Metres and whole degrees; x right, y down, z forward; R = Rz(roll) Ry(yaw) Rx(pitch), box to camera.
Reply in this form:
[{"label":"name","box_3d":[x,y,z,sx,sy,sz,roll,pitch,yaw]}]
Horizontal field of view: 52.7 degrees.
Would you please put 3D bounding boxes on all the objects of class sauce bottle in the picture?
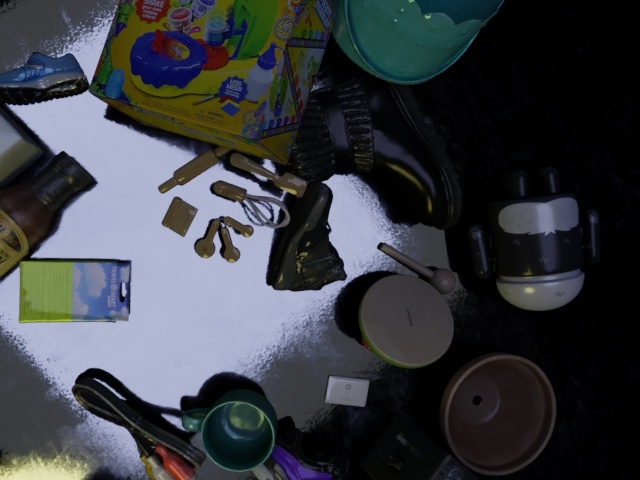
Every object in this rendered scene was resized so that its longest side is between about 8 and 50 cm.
[{"label":"sauce bottle","box_3d":[-0.528,-0.011,1.056,0.344,0.111,0.111,-45,102,-8]}]

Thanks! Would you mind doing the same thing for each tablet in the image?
[{"label":"tablet","box_3d":[0.053,0.296,1.268,0.083,0.006,0.054,10,90,-15]}]

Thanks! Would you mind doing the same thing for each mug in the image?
[{"label":"mug","box_3d":[-0.152,0.326,1.165,0.158,0.097,0.129,44,95,-2]}]

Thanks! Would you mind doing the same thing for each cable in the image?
[{"label":"cable","box_3d":[-0.312,0.345,1.120,0.287,0.139,0.072,45,45,-15]}]

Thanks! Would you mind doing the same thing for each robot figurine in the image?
[{"label":"robot figurine","box_3d":[0.419,-0.002,1.265,0.174,0.209,0.277,-12,96,-50]}]

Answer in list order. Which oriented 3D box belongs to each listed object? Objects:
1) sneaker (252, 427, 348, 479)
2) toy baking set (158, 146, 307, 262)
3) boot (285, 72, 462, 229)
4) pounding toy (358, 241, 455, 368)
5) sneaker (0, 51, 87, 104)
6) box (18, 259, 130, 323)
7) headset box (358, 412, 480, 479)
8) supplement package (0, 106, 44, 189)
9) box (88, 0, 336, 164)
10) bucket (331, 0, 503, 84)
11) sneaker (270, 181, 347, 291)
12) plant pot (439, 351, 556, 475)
[{"label":"sneaker","box_3d":[0.012,0.472,1.208,0.146,0.102,0.293,-43,95,-14]},{"label":"toy baking set","box_3d":[-0.161,-0.075,1.155,0.256,0.030,0.196,-36,96,9]},{"label":"boot","box_3d":[0.080,-0.136,1.188,0.260,0.131,0.347,-27,88,-18]},{"label":"pounding toy","box_3d":[0.156,0.148,1.253,0.183,0.110,0.236,22,58,-3]},{"label":"sneaker","box_3d":[-0.483,-0.278,1.090,0.162,0.063,0.073,-14,78,-17]},{"label":"box","box_3d":[-0.423,0.087,1.120,0.178,0.042,0.108,1,93,-14]},{"label":"headset box","box_3d":[0.231,0.474,1.197,0.283,0.246,0.131,43,82,-13]},{"label":"supplement package","box_3d":[-0.607,-0.130,0.983,0.263,0.199,0.198,-44,101,-9]},{"label":"box","box_3d":[-0.165,-0.307,1.044,0.290,0.177,0.279,17,87,15]},{"label":"bucket","box_3d":[0.155,-0.420,1.124,0.281,0.183,0.281,10,60,-18]},{"label":"sneaker","box_3d":[0.000,0.000,1.176,0.130,0.087,0.227,9,118,-22]},{"label":"plant pot","box_3d":[0.336,0.333,1.288,0.238,0.110,0.237,-1,92,-13]}]
